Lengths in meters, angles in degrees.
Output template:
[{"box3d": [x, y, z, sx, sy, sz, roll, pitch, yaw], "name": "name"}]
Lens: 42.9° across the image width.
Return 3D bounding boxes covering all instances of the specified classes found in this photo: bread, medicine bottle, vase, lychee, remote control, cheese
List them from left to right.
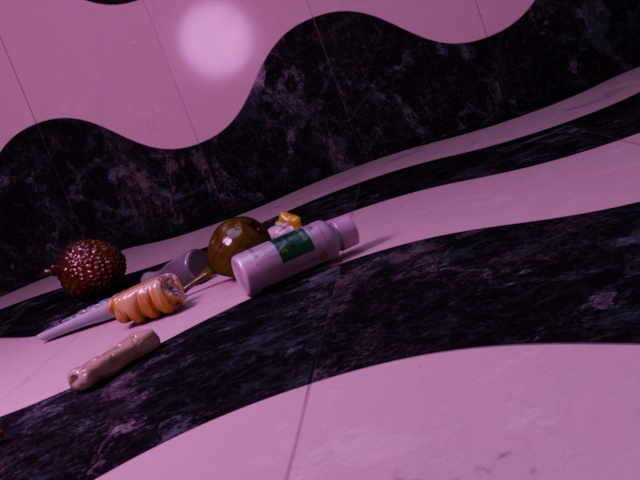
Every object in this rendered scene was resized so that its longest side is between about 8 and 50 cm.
[{"box3d": [-0.699, 0.086, 2.433, 0.238, 0.200, 0.200, -7, 4, -19], "name": "lychee"}, {"box3d": [-0.545, 0.178, 1.982, 0.294, 0.051, 0.103, -21, 8, 17], "name": "remote control"}, {"box3d": [-0.358, 0.207, 1.427, 0.065, 0.043, 0.194, -9, 12, 32], "name": "cheese"}, {"box3d": [-0.376, 0.130, 1.783, 0.177, 0.084, 0.119, -19, 8, 14], "name": "bread"}, {"box3d": [-0.374, 0.086, 2.080, 0.214, 0.086, 0.086, -19, 8, 40], "name": "vase"}, {"box3d": [-0.048, 0.026, 1.663, 0.260, 0.095, 0.095, -22, 9, -18], "name": "medicine bottle"}]

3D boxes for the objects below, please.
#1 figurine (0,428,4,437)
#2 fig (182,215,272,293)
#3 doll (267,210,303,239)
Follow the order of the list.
[{"box3d": [-0.539, 0.298, 1.192, 0.075, 0.068, 0.140, -13, 9, 25], "name": "figurine"}, {"box3d": [-0.217, 0.058, 1.882, 0.259, 0.151, 0.151, -46, -4, 27], "name": "fig"}, {"box3d": [-0.105, -0.034, 2.249, 0.113, 0.071, 0.135, -32, 17, -20], "name": "doll"}]
